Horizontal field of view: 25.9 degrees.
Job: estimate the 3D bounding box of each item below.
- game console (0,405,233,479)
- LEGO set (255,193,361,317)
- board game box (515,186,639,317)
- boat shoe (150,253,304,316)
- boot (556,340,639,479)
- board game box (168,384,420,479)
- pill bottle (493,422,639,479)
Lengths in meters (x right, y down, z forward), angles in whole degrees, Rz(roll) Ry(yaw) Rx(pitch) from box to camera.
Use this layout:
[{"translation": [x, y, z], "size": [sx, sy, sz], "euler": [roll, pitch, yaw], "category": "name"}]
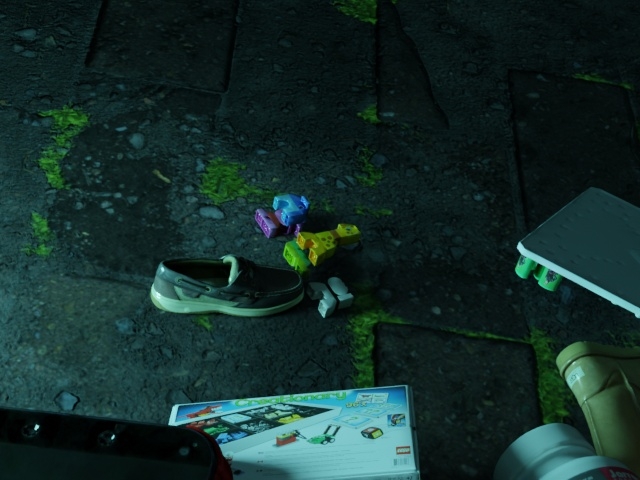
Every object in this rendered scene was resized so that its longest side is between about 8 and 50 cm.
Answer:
[{"translation": [-0.311, 0.332, 1.518], "size": [0.386, 0.060, 0.342], "euler": [4, 47, 13], "category": "game console"}, {"translation": [0.000, 0.000, 2.056], "size": [0.093, 0.087, 0.227], "euler": [-12, 47, -27], "category": "LEGO set"}, {"translation": [0.519, 0.066, 2.083], "size": [0.390, 0.050, 0.390], "euler": [29, 26, 18], "category": "board game box"}, {"translation": [-0.126, 0.058, 1.959], "size": [0.223, 0.073, 0.080], "euler": [-1, 42, -17], "category": "boat shoe"}, {"translation": [0.447, 0.271, 1.874], "size": [0.236, 0.089, 0.269], "euler": [5, 47, -26], "category": "boot"}, {"translation": [-0.035, 0.254, 1.669], "size": [0.305, 0.053, 0.193], "euler": [-5, 24, 4], "category": "board game box"}, {"translation": [0.333, 0.368, 1.637], "size": [0.176, 0.176, 0.318], "euler": [-7, 37, -23], "category": "pill bottle"}]
